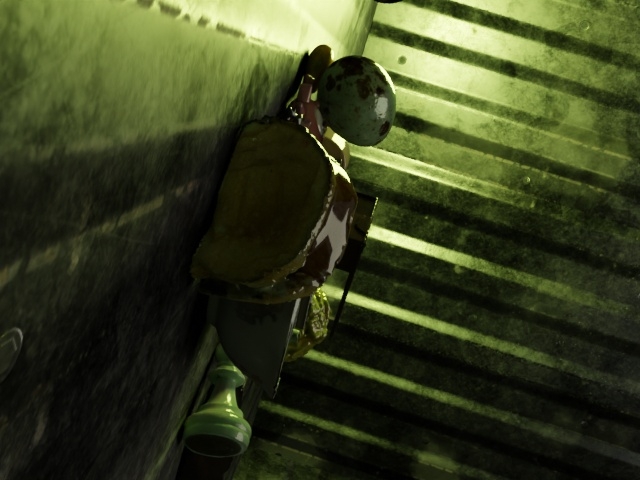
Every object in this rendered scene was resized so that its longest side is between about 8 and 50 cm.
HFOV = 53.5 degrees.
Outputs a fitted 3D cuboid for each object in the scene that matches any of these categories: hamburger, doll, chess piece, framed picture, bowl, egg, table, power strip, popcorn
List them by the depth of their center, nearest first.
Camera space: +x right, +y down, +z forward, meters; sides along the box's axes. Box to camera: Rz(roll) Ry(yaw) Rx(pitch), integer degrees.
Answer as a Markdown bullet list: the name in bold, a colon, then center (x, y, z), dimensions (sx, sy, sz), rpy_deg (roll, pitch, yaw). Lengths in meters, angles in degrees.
- **hamburger**: center (-0.055, -0.040, 0.968), dimensions (0.132, 0.211, 0.309), rpy_deg (82, 27, -74)
- **framed picture**: center (0.000, 0.000, 1.147), dimensions (0.213, 0.016, 0.289), rpy_deg (-62, 165, -85)
- **bowl**: center (-0.112, 0.100, 1.158), dimensions (0.345, 0.157, 0.346), rpy_deg (-165, -90, -90)
- **doll**: center (-0.039, -0.223, 1.335), dimensions (0.211, 0.093, 0.262), rpy_deg (86, 10, -70)
- **chess piece**: center (-0.205, 0.310, 1.360), dimensions (0.139, 0.139, 0.272), rpy_deg (105, -8, -51)
- **egg**: center (0.085, -0.301, 1.403), dimensions (0.231, 0.169, 0.169), rpy_deg (60, 40, -47)
- **table**: center (-0.036, 0.030, 1.429), dimensions (0.196, 0.250, 0.282), rpy_deg (-70, 176, -56)
- **power strip**: center (-0.002, -0.219, 1.658), dimensions (0.078, 0.154, 0.154), rpy_deg (-64, 172, -58)
- **popcorn**: center (-0.095, 0.200, 1.751), dimensions (0.258, 0.224, 0.270), rpy_deg (161, -60, -72)

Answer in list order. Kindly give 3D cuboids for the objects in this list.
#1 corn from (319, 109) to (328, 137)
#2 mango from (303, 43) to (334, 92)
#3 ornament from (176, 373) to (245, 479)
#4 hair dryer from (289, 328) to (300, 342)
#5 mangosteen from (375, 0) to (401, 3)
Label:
- **corn**: center (-0.040, -0.205, 1.484), dimensions (0.079, 0.079, 0.237), rpy_deg (-52, 160, -84)
- **mango**: center (-0.007, -0.383, 1.419), dimensions (0.079, 0.057, 0.114), rpy_deg (-162, -87, -85)
- **ornament**: center (-0.251, 0.453, 1.522), dimensions (0.260, 0.106, 0.251), rpy_deg (-99, -148, -75)
- **hair dryer**: center (-0.129, 0.207, 1.536), dimensions (0.199, 0.167, 0.067), rpy_deg (100, 2, -73)
- **mangosteen**: center (0.218, -0.727, 1.642), dimensions (0.235, 0.261, 0.236), rpy_deg (16, 90, -86)
